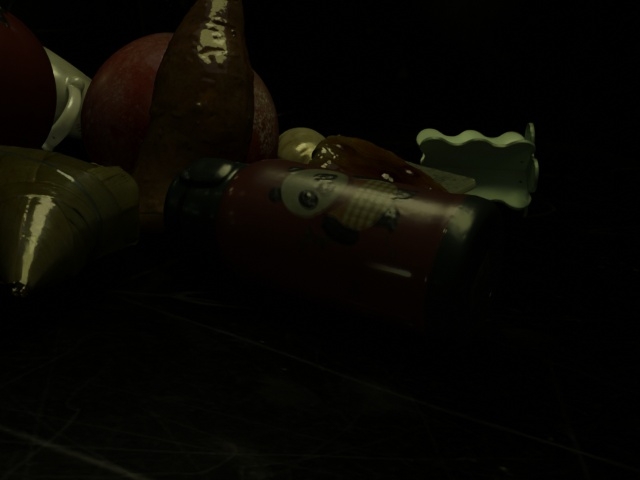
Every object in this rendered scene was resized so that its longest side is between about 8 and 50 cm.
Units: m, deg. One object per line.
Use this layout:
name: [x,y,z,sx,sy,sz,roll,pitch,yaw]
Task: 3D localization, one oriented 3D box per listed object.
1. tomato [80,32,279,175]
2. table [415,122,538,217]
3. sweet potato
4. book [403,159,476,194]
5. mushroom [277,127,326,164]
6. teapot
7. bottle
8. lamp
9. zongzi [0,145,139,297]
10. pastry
tomato: [-0.187,-0.163,1.265,0.270,0.227,0.270,17,7,-2]
table: [0.266,-0.127,1.642,0.198,0.167,0.166,2,13,1]
sweet potato: [-0.132,-0.162,1.080,0.131,0.337,0.131,14,-4,1]
book: [0.067,-0.100,1.539,0.310,0.021,0.217,19,31,36]
mushroom: [-0.013,-0.088,1.341,0.154,0.122,0.154,44,-8,8]
teapot: [-0.469,-0.241,1.604,0.208,0.166,0.300,50,-2,-31]
bottle: [0.000,0.000,0.922,0.336,0.144,0.144,13,13,25]
lamp: [-0.459,-0.181,1.079,0.303,0.257,0.303,8,15,-2]
zongzi: [-0.306,-0.011,0.835,0.228,0.115,0.256,8,23,8]
pastry: [0.061,-0.045,1.112,0.229,0.100,0.218,-4,39,-41]
